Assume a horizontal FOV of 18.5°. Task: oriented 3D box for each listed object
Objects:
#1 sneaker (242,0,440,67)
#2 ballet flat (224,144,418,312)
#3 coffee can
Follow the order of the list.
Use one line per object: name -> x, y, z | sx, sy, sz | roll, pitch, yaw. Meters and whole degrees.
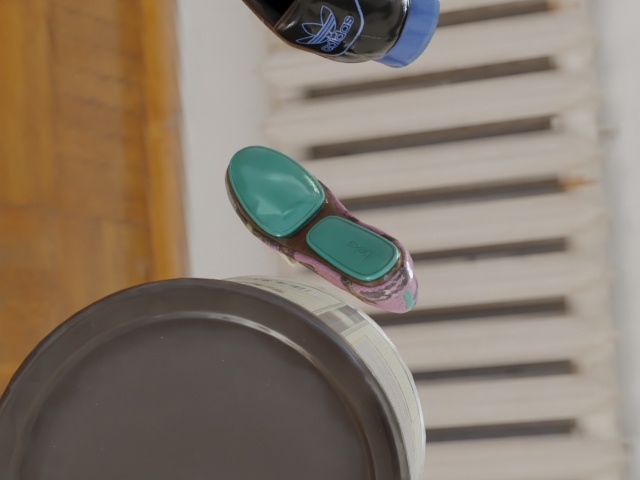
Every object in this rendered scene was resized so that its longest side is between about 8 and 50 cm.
sneaker -> -0.026, -0.182, 1.007 | 0.090, 0.081, 0.232 | 5, 42, -44
ballet flat -> 0.000, 0.000, 1.636 | 0.077, 0.221, 0.079 | -41, 139, -17
coffee can -> -0.047, 0.119, 1.033 | 0.275, 0.202, 0.201 | 7, 77, -85
